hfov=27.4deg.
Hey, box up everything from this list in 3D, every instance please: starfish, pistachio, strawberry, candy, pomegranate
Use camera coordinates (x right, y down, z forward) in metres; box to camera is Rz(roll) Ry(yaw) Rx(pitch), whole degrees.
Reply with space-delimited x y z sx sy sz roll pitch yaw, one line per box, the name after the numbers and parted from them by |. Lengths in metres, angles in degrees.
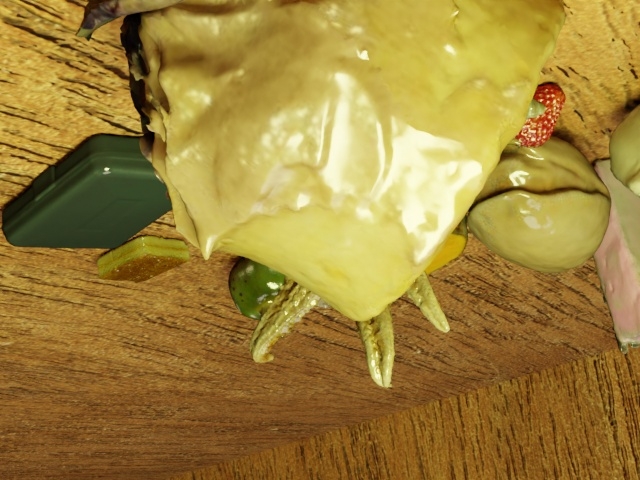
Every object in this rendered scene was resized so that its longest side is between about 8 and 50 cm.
0.008 -0.004 1.451 0.094 0.327 0.375 -14 -159 -42 | starfish
0.279 -0.043 1.688 0.182 0.162 0.293 -10 166 19 | pistachio
0.242 -0.147 1.505 0.083 0.073 0.073 -55 152 10 | strawberry
0.466 0.012 1.834 0.156 0.265 0.116 -9 160 -13 | candy
-0.074 0.079 1.876 0.115 0.142 0.114 -6 140 -5 | pomegranate

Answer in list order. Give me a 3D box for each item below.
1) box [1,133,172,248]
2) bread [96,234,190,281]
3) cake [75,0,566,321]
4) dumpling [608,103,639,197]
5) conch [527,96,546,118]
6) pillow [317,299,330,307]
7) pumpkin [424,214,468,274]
-0.239 -0.050 1.471 0.160 0.050 0.230 2 158 -40 | box
-0.237 0.026 1.756 0.094 0.035 0.090 -24 161 33 | bread
-0.022 -0.139 1.022 0.321 0.332 0.332 31 151 -9 | cake
0.470 -0.143 1.580 0.318 0.187 0.242 -7 125 -46 | dumpling
0.108 -0.133 1.336 0.234 0.137 0.114 -10 -168 24 | conch
0.005 0.085 2.120 0.248 0.049 0.135 -10 168 1 | pillow
0.056 -0.033 1.598 0.190 0.139 0.280 -23 160 25 | pumpkin
